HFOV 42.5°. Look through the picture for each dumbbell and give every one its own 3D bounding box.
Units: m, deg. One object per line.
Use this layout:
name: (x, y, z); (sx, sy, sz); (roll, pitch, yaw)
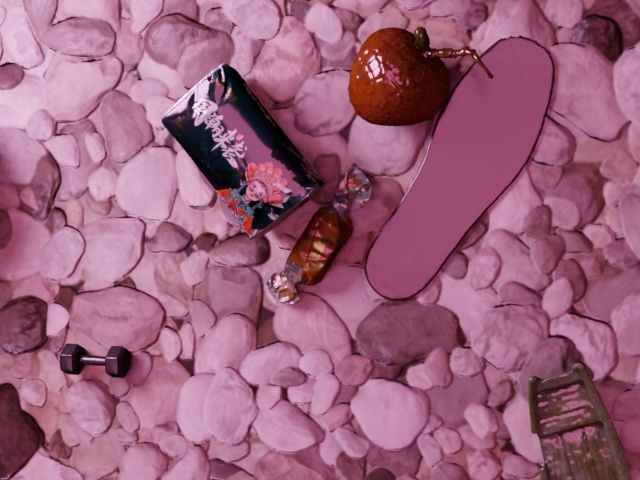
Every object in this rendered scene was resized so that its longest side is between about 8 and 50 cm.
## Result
dumbbell: (-0.274, 0.146, 1.001); (0.083, 0.036, 0.040); (2, 99, 10)

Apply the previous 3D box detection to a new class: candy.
candy: (0.000, 0.000, 0.928); (0.053, 0.046, 0.182); (35, 103, 7)

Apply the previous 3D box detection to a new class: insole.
insole: (0.153, -0.073, 0.912); (0.111, 0.007, 0.328); (33, 101, 7)

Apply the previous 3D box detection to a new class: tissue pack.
tissue pack: (-0.084, -0.097, 0.910); (0.103, 0.090, 0.170); (-38, 88, 15)

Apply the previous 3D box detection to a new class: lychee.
lychee: (0.095, -0.172, 0.862); (0.140, 0.101, 0.114); (-29, 81, 13)

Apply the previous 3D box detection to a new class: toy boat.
toy boat: (0.294, 0.274, 0.900); (0.093, 0.055, 0.293); (-17, 92, 11)
